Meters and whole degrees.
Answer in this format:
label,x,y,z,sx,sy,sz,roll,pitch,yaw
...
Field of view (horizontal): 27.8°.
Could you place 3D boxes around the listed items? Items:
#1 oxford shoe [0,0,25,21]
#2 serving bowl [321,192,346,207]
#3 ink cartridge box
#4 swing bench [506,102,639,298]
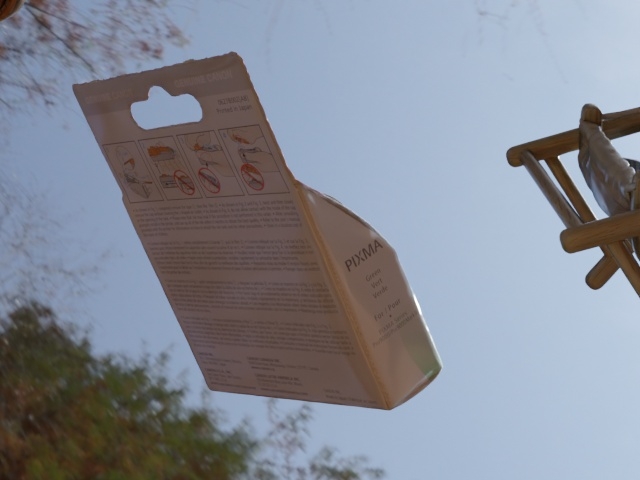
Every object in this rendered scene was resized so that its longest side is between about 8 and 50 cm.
label,x,y,z,sx,sy,sz,roll,pitch,yaw
oxford shoe,-0.228,-0.132,0.576,0.076,0.212,0.076,-44,-35,-54
serving bowl,0.000,0.000,1.165,0.083,0.027,0.083,21,-125,-33
ink cartridge box,-0.042,-0.008,0.774,0.056,0.181,0.225,-34,-70,-36
swing bench,0.309,-0.043,1.004,0.254,0.253,0.165,-33,-73,9
